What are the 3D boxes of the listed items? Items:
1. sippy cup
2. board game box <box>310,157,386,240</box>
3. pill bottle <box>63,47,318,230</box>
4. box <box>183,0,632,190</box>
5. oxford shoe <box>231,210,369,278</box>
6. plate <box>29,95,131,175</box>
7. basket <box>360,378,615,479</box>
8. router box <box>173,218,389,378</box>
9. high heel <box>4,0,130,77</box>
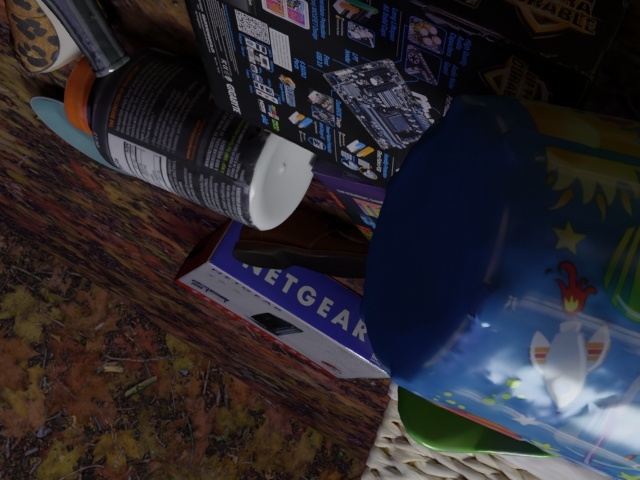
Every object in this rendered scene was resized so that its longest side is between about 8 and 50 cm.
[{"bbox_3d":[0.154,0.026,0.555,0.224,0.305,0.240,17,-168,-19],"label":"sippy cup"},{"bbox_3d":[0.094,-0.033,0.952,0.170,0.048,0.141,16,161,38],"label":"board game box"},{"bbox_3d":[-0.133,-0.111,0.956,0.246,0.130,0.130,24,163,21],"label":"pill bottle"},{"bbox_3d":[0.043,-0.128,0.705,0.293,0.073,0.295,25,163,11],"label":"box"},{"bbox_3d":[0.000,0.000,1.193,0.212,0.076,0.076,9,158,11],"label":"oxford shoe"},{"bbox_3d":[-0.317,-0.151,1.351,0.188,0.024,0.188,26,163,9],"label":"plate"},{"bbox_3d":[0.232,0.281,1.065,0.331,0.266,0.328,24,-165,20],"label":"basket"},{"bbox_3d":[-0.054,0.104,1.565,0.335,0.082,0.301,33,164,-10],"label":"router box"},{"bbox_3d":[-0.276,-0.252,0.914,0.261,0.093,0.186,23,146,56],"label":"high heel"}]
